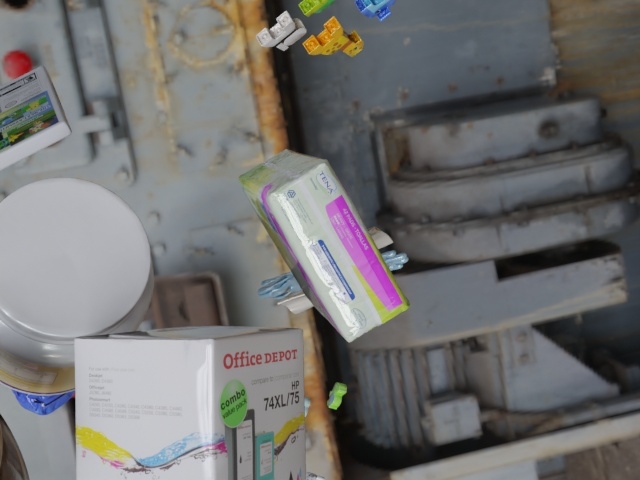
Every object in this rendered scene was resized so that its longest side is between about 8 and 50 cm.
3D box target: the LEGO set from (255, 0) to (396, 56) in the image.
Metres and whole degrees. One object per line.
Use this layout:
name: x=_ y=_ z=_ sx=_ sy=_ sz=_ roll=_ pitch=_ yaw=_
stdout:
LEGO set: x=0.036 y=-0.307 z=1.336 sx=0.087 sy=0.227 sz=0.093 roll=61 pitch=-160 yaw=18

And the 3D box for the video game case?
video game case: x=-0.665 y=-0.207 z=1.927 sx=0.300 sy=0.329 sz=0.036 roll=54 pitch=170 yaw=52

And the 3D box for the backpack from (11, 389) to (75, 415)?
backpack: x=-0.461 y=0.227 z=1.605 sx=0.101 sy=0.098 sz=0.120 roll=15 pitch=127 yaw=48

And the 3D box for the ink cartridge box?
ink cartridge box: x=-0.147 y=0.238 z=1.129 sx=0.198 sy=0.197 sz=0.270 roll=2 pitch=-94 yaw=-61

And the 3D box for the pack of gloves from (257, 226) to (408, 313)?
pack of gloves: x=0.026 y=0.067 z=1.559 sx=0.195 sy=0.232 sz=0.046 roll=30 pitch=-143 yaw=-63

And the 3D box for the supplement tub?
supplement tub: x=-0.358 y=0.068 z=1.317 sx=0.331 sy=0.241 sz=0.241 roll=138 pitch=121 yaw=-63

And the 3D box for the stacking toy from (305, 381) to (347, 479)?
stacking toy: x=-0.052 y=0.333 z=1.713 sx=0.052 sy=0.167 sz=0.221 roll=1 pitch=71 yaw=63

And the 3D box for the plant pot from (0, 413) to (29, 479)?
plant pot: x=-0.418 y=0.281 z=1.097 sx=0.230 sy=0.215 sz=0.215 roll=78 pitch=176 yaw=-61

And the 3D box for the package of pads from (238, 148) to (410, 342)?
package of pads: x=0.000 y=0.000 z=1.317 sx=0.229 sy=0.101 sz=0.296 roll=60 pitch=174 yaw=-14
